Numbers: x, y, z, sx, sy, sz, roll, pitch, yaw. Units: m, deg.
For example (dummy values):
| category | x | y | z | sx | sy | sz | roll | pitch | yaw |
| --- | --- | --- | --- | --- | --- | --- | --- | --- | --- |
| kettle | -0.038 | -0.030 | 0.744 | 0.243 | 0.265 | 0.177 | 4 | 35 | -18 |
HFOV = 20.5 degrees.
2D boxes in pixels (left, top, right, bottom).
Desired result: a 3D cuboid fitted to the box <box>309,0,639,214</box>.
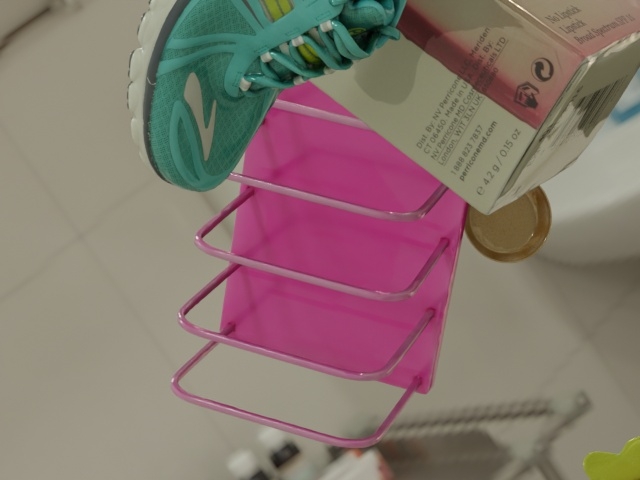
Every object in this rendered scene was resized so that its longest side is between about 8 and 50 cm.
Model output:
| category | x | y | z | sx | sy | sz | roll | pitch | yaw |
| --- | --- | --- | --- | --- | --- | --- | --- | --- | --- |
| box | 0.078 | -0.146 | 1.143 | 0.149 | 0.232 | 0.127 | -28 | -27 | -56 |

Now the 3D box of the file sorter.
| category | x | y | z | sx | sy | sz | roll | pitch | yaw |
| --- | --- | --- | --- | --- | --- | --- | --- | --- | --- |
| file sorter | 0.000 | 0.000 | 1.475 | 0.202 | 0.290 | 0.182 | 15 | 22 | 14 |

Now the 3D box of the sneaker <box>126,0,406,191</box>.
| category | x | y | z | sx | sy | sz | roll | pitch | yaw |
| --- | --- | --- | --- | --- | --- | --- | --- | --- | --- |
| sneaker | -0.014 | -0.131 | 0.974 | 0.107 | 0.110 | 0.275 | -2 | -47 | -53 |

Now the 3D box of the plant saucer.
| category | x | y | z | sx | sy | sz | roll | pitch | yaw |
| --- | --- | --- | --- | --- | --- | --- | --- | --- | --- |
| plant saucer | 0.163 | -0.021 | 1.569 | 0.083 | 0.083 | 0.015 | -37 | 5 | -13 |

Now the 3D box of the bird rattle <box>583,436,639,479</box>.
| category | x | y | z | sx | sy | sz | roll | pitch | yaw |
| --- | --- | --- | --- | --- | --- | --- | --- | --- | --- |
| bird rattle | 0.408 | 0.335 | 1.973 | 0.143 | 0.207 | 0.253 | 0 | 23 | -38 |
